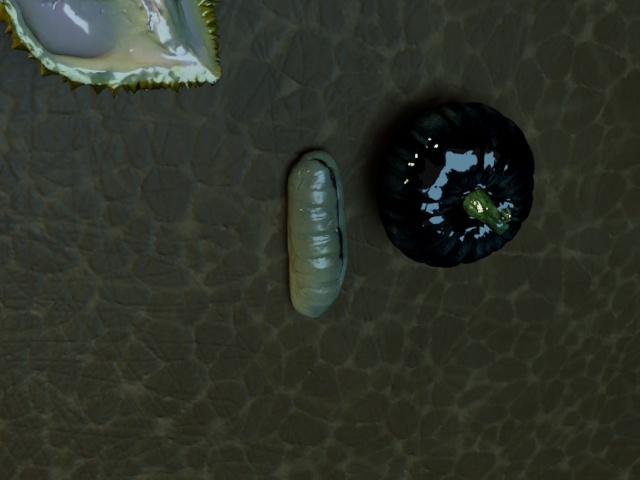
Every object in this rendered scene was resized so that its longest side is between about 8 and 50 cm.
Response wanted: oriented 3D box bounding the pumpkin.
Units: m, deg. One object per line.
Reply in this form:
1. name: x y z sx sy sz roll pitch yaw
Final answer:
1. pumpkin: 0.152 -0.063 1.254 0.194 0.150 0.194 0 89 -5

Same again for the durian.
1. durian: -0.205 -0.237 0.985 0.183 0.138 0.250 -33 123 -4

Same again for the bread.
1. bread: 0.000 -0.001 1.265 0.073 0.053 0.214 -13 121 -23
